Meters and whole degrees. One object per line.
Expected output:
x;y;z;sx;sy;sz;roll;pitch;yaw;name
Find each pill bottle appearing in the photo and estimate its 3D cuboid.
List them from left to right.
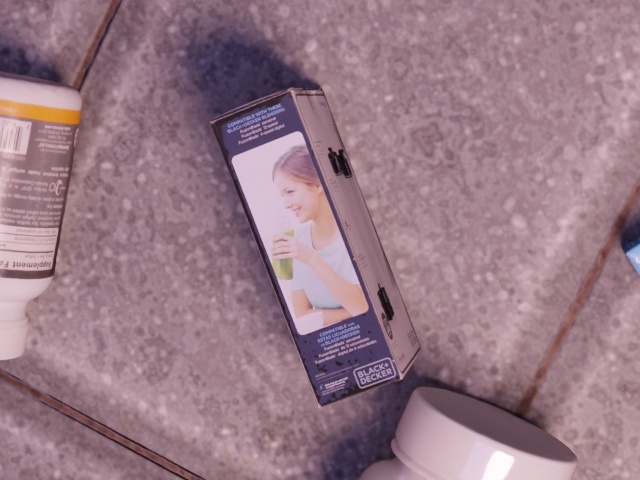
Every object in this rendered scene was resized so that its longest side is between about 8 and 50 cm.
-0.339;-0.030;1.487;0.162;0.162;0.279;12;97;7;pill bottle
0.100;0.339;1.429;0.204;0.204;0.361;22;97;6;pill bottle

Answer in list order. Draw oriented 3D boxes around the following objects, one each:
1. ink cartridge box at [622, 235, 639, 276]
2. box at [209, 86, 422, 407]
0.397;0.005;1.430;0.181;0.061;0.104;-33;89;9;ink cartridge box
0.000;0.000;1.437;0.087;0.169;0.290;-20;93;12;box
